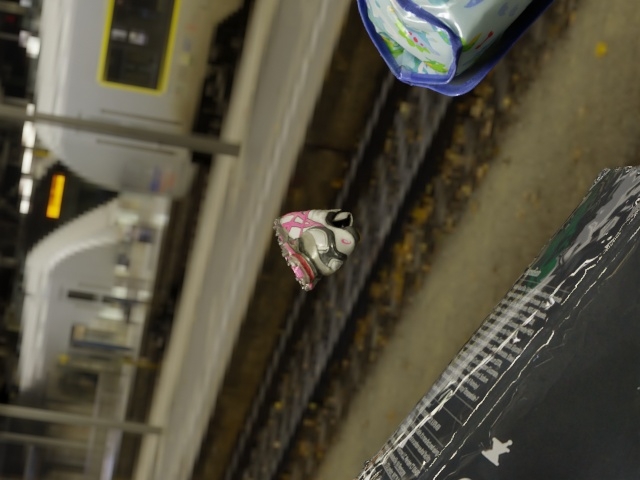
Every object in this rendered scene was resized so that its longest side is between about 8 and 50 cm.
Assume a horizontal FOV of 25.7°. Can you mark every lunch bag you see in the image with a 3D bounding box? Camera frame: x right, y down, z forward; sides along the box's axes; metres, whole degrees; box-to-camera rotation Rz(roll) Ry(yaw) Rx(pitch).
[{"bbox_3d":[0.091,-0.160,0.845,0.129,0.096,0.151,-47,-4,-6],"label":"lunch bag"}]

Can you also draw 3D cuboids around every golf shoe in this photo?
[{"bbox_3d":[0.000,0.000,1.521,0.067,0.086,0.186,59,180,-16],"label":"golf shoe"}]

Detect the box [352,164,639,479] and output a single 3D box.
[{"bbox_3d":[0.365,0.248,1.472,0.472,0.480,0.297,-51,4,-3],"label":"box"}]
